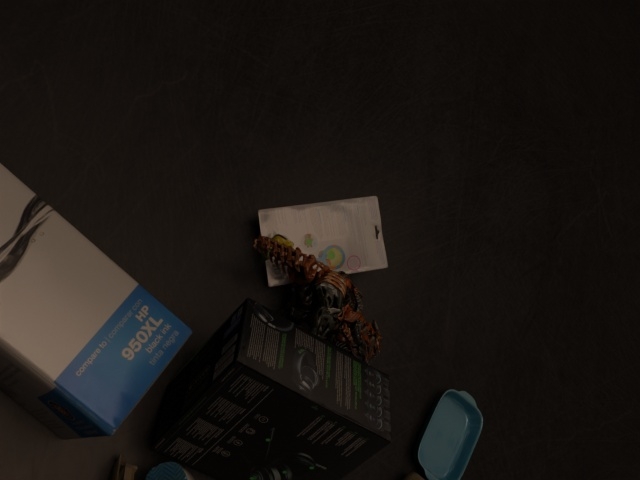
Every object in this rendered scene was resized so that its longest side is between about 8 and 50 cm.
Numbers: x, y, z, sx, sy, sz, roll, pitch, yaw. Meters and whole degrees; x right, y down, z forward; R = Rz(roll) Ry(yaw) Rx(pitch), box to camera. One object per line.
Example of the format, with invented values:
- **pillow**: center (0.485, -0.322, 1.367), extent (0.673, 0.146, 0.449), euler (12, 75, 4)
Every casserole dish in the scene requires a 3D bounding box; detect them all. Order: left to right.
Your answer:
- **casserole dish**: center (0.239, 0.373, 1.326), extent (0.114, 0.037, 0.188), euler (41, 61, -15)

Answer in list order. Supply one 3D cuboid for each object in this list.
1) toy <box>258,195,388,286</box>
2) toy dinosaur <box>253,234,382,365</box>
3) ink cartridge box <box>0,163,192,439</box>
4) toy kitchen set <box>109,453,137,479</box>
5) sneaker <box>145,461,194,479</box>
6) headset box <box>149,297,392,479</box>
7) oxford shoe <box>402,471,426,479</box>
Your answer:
- **toy**: center (0.000, 0.000, 1.277), extent (0.237, 0.056, 0.137), euler (-8, 89, -26)
- **toy dinosaur**: center (-0.014, 0.121, 1.190), extent (0.322, 0.164, 0.218), euler (38, 53, -12)
- **ink cartridge box**: center (-0.399, 0.068, 0.890), extent (0.395, 0.285, 0.166), euler (44, 58, -13)
- **toy kitchen set**: center (-0.270, 0.360, 1.018), extent (0.075, 0.083, 0.068), euler (25, 24, -22)
- **sneaker**: center (-0.196, 0.438, 0.998), extent (0.087, 0.092, 0.229), euler (-10, 67, 1)
- **headset box**: center (-0.062, 0.259, 1.042), extent (0.283, 0.246, 0.131), euler (31, 33, -19)
- **oxford shoe**: center (0.295, 0.538, 1.193), extent (0.397, 0.140, 0.146), euler (31, 51, 6)
